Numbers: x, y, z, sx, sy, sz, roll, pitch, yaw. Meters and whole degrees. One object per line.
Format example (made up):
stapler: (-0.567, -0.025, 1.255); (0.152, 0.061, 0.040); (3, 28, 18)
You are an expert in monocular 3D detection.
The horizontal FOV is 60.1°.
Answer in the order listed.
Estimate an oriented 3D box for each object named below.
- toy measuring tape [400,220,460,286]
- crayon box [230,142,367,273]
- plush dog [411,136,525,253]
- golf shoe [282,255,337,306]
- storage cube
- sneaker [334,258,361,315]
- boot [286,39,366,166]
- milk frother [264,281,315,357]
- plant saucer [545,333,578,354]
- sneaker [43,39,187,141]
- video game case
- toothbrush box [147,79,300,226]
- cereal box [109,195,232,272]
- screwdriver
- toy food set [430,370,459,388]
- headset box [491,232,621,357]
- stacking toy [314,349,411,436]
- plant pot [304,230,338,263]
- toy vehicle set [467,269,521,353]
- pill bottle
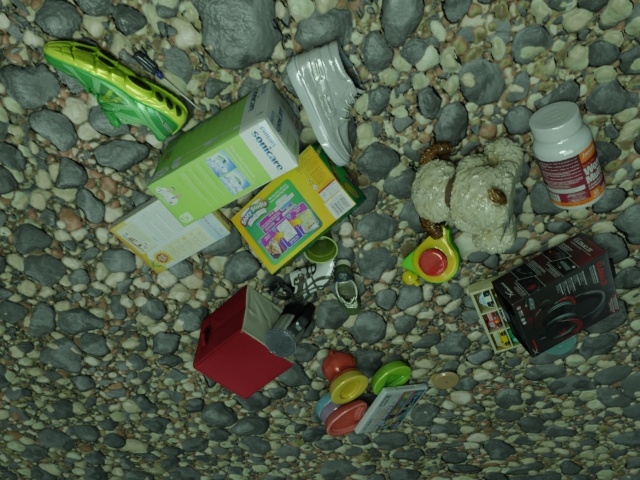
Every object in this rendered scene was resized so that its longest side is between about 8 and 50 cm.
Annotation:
toy measuring tape: (0.328, 0.005, 1.349); (0.121, 0.121, 0.330); (33, 114, -23)
crayon box: (-0.054, -0.070, 1.262); (0.278, 0.081, 0.165); (-39, 84, 25)
plush dog: (0.306, -0.099, 1.211); (0.226, 0.211, 0.262); (8, 99, 30)
golf shoe: (-0.028, 0.094, 1.433); (0.094, 0.077, 0.198); (24, 122, -17)
storage cube: (-0.199, 0.275, 1.499); (0.193, 0.183, 0.215); (-40, 117, 23)
sneaker: (0.070, 0.147, 1.466); (0.064, 0.086, 0.192); (-9, 126, 6)
boot: (0.039, -0.278, 1.144); (0.124, 0.095, 0.258); (-18, 124, 20)
milk frother: (-0.097, 0.195, 1.408); (0.143, 0.134, 0.129); (29, 120, 4)
plant saucer: (0.702, 0.300, 1.631); (0.120, 0.021, 0.119); (0, 127, 0)
sneaker: (-0.421, -0.295, 1.117); (0.296, 0.109, 0.123); (30, 117, -21)
video game case: (0.222, 0.527, 1.737); (0.184, 0.023, 0.201); (6, 124, -36)
toothbrush box: (-0.191, -0.182, 1.145); (0.283, 0.206, 0.122); (-27, 122, 17)
cereal box: (-0.363, -0.033, 1.351); (0.240, 0.047, 0.173); (-27, 123, 18)
screwdriver: (-0.316, -0.327, 1.148); (0.024, 0.025, 0.170); (-36, 119, 23)
toy food set: (0.391, 0.435, 1.727); (0.083, 0.020, 0.082); (-29, 122, 19)
headset box: (0.619, 0.134, 1.419); (0.293, 0.110, 0.218); (-29, 122, 2)
stacking toy: (0.116, 0.447, 1.710); (0.280, 0.130, 0.308); (-12, 134, -25)
plant pot: (0.000, 0.000, 1.361); (0.084, 0.079, 0.083); (0, 127, 0)
toy vehicle set: (0.530, 0.199, 1.544); (0.166, 0.035, 0.266); (-22, 124, 14)
pill bottle: (0.537, -0.183, 1.208); (0.121, 0.121, 0.221); (-24, 124, 16)
